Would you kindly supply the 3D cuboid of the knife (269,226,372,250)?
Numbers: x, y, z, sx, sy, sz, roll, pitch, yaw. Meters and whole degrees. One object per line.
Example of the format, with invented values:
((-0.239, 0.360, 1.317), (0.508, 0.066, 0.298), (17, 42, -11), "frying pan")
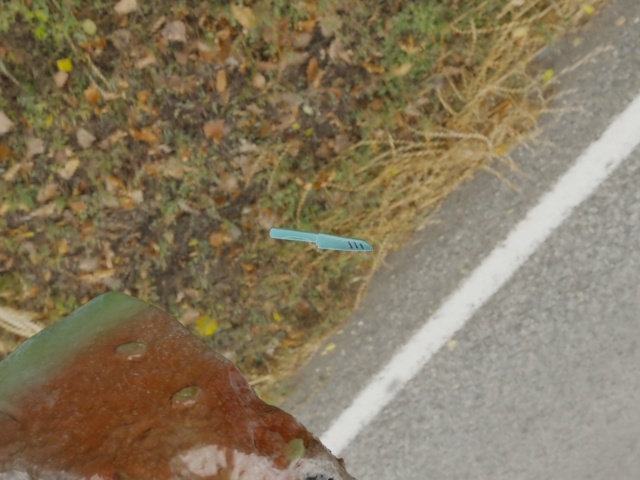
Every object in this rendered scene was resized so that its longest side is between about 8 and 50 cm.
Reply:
((0.000, 0.000, 0.723), (0.091, 0.005, 0.014), (7, 104, 11), "knife")

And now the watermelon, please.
((-0.092, 0.154, 0.468), (0.139, 0.256, 0.193), (-12, 119, -62), "watermelon")
